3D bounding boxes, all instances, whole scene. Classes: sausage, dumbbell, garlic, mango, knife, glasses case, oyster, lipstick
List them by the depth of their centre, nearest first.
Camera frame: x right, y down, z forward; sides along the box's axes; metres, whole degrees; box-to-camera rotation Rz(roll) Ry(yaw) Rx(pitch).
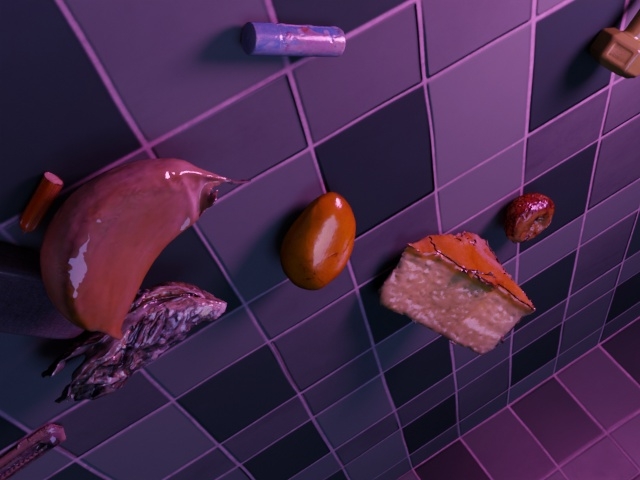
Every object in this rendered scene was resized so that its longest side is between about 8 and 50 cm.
[{"bbox_3d":[-0.413,-0.050,0.959,0.031,0.031,0.107,14,120,-47],"label":"sausage"},{"bbox_3d":[-0.038,-0.300,0.979,0.157,0.048,0.048,-9,136,-33],"label":"lipstick"},{"bbox_3d":[-0.284,-0.027,0.987,0.196,0.151,0.338,44,78,-31],"label":"garlic"},{"bbox_3d":[-0.486,0.073,0.999,0.131,0.074,0.323,-49,142,15],"label":"glasses case"},{"bbox_3d":[-0.334,0.172,1.161,0.350,0.162,0.158,-27,120,-4],"label":"oyster"},{"bbox_3d":[0.000,0.000,1.287,0.144,0.112,0.219,-1,129,-32],"label":"mango"},{"bbox_3d":[0.684,-0.480,1.325,0.302,0.121,0.108,-57,168,26],"label":"dumbbell"},{"bbox_3d":[-0.680,0.489,1.325,0.365,0.043,0.089,-33,145,-6],"label":"knife"}]

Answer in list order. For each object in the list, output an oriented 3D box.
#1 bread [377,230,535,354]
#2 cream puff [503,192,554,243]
[{"bbox_3d":[0.334,0.145,1.605,0.315,0.279,0.248,-12,146,-48],"label":"bread"},{"bbox_3d":[0.526,-0.062,1.677,0.149,0.084,0.149,-20,143,-16],"label":"cream puff"}]
